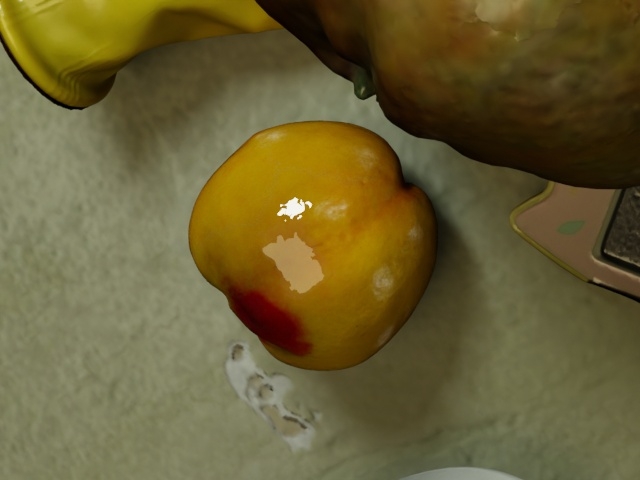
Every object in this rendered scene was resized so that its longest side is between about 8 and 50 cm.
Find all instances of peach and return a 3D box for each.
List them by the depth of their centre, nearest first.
[{"bbox_3d":[0.000,0.000,0.949,0.138,0.138,0.138,11,116,25],"label":"peach"}]

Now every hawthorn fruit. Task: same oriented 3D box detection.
[{"bbox_3d":[0.106,-0.184,0.733,0.267,0.268,0.301,33,98,13],"label":"hawthorn fruit"}]

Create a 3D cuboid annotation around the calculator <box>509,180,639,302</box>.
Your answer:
[{"bbox_3d":[0.223,-0.016,0.876,0.236,0.033,0.157,25,120,15],"label":"calculator"}]

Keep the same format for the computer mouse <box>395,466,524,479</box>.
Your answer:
[{"bbox_3d":[0.044,0.237,1.030,0.297,0.121,0.184,-26,95,21],"label":"computer mouse"}]

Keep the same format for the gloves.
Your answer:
[{"bbox_3d":[-0.035,-0.175,0.923,0.294,0.116,0.133,-20,128,25],"label":"gloves"}]
